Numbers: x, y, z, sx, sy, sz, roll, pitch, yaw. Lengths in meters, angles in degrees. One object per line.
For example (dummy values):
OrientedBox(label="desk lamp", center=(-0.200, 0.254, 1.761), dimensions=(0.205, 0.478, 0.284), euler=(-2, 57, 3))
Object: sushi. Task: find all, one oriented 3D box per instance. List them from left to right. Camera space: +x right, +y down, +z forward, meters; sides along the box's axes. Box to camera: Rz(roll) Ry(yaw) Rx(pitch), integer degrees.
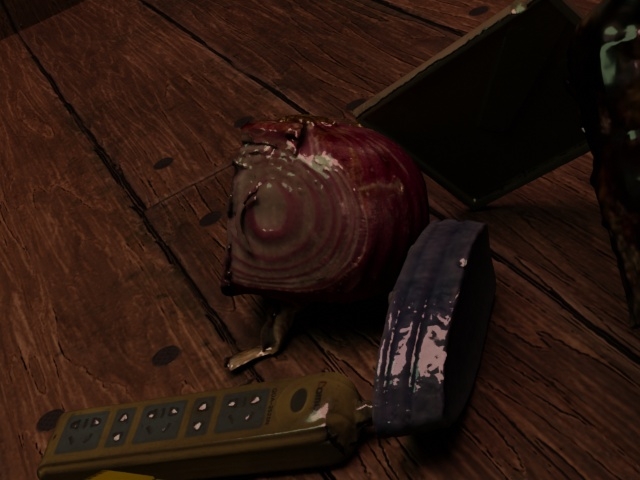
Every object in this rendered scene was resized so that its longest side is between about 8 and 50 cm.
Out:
OrientedBox(label="sushi", center=(0.379, -0.084, 0.855), dimensions=(0.281, 0.294, 0.300), euler=(-22, -14, 39))

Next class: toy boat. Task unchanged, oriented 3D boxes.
OrientedBox(label="toy boat", center=(0.113, 0.088, 0.972), dimensions=(0.078, 0.127, 0.283), euler=(0, 36, 21))

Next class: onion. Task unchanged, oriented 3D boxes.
OrientedBox(label="onion", center=(0.010, -0.029, 1.126), dimensions=(0.231, 0.272, 0.256), euler=(2, 34, 7))

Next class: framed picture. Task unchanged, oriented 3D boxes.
OrientedBox(label="framed picture", center=(0.207, -0.146, 1.089), dimensions=(0.290, 0.211, 0.020), euler=(-29, 37, 44))

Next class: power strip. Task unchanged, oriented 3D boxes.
OrientedBox(label="power strip", center=(-0.114, 0.196, 1.003), dimensions=(0.388, 0.066, 0.092), euler=(-10, 36, 17))

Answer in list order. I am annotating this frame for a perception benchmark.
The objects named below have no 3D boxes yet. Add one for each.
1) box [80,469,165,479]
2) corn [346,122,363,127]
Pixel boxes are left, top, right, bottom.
OrientedBox(label="box", center=(-0.135, 0.263, 0.865), dimensions=(0.279, 0.040, 0.153), euler=(2, 10, 28))
OrientedBox(label="corn", center=(0.114, -0.147, 1.357), dimensions=(0.320, 0.097, 0.097), euler=(-18, 32, 7))
